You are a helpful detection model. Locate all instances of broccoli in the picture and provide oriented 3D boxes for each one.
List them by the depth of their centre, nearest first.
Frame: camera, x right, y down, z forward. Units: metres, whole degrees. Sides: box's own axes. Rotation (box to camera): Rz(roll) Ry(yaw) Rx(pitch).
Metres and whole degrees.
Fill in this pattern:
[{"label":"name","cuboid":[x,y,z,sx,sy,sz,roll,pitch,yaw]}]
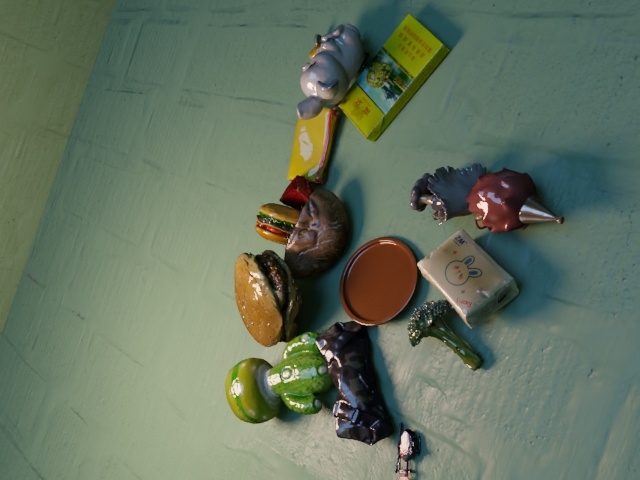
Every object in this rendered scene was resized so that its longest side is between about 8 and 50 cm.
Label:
[{"label":"broccoli","cuboid":[0.299,0.232,1.561,0.204,0.122,0.118,37,146,26]}]

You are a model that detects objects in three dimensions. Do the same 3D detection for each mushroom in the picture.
[{"label":"mushroom","cuboid":[0.000,0.000,1.893,0.151,0.156,0.286,25,98,17]}]

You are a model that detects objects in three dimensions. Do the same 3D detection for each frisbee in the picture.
[{"label":"frisbee","cuboid":[0.155,0.109,1.757,0.250,0.021,0.251,-18,60,34]}]

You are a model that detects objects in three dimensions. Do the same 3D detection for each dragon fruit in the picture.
[{"label":"dragon fruit","cuboid":[-0.051,-0.143,1.993,0.083,0.106,0.162,-65,11,-23]}]

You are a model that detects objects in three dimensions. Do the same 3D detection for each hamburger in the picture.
[{"label":"hamburger","cuboid":[-0.160,0.163,1.887,0.260,0.144,0.283,53,145,44]},{"label":"hamburger","cuboid":[-0.122,-0.050,1.983,0.162,0.162,0.115,22,96,44]}]

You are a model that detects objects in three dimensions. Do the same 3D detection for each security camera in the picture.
[{"label":"security camera","cuboid":[0.032,-0.644,2.098,0.092,0.058,0.058,-7,73,32]}]

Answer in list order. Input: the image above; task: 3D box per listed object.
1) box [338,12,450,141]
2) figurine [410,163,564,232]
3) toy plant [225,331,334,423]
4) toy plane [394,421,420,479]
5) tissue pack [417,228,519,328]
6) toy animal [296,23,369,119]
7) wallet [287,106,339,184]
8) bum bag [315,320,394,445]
[{"label":"box","cuboid":[0.204,-0.468,1.887,0.335,0.047,0.187,-50,51,21]},{"label":"figurine","cuboid":[0.397,-0.090,1.539,0.386,0.166,0.207,14,42,39]},{"label":"toy plant","cuboid":[-0.099,0.394,1.830,0.315,0.184,0.224,-25,57,24]},{"label":"toy plane","cuboid":[0.209,0.519,1.593,0.060,0.037,0.145,-12,69,44]},{"label":"tissue pack","cuboid":[0.344,0.086,1.537,0.148,0.092,0.196,-38,49,-1]},{"label":"toy animal","cuboid":[0.031,-0.495,1.925,0.208,0.154,0.325,-39,29,43]},{"label":"wallet","cuboid":[-0.018,-0.295,2.032,0.141,0.067,0.242,12,90,39]},{"label":"bum bag","cuboid":[0.084,0.368,1.707,0.143,0.095,0.341,-17,62,5]}]
